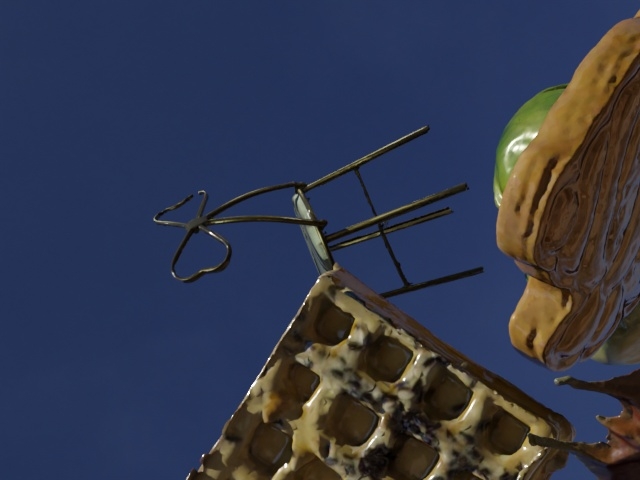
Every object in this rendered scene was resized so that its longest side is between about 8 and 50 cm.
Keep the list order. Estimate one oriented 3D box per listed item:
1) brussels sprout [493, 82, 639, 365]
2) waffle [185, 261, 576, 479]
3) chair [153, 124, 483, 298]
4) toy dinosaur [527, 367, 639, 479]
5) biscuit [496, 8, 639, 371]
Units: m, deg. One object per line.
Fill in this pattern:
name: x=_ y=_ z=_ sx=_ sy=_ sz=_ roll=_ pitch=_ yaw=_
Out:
brussels sprout: x=0.304 y=-0.024 z=1.524 sx=0.259 sy=0.227 sz=0.294 roll=35 pitch=-148 yaw=-61
waffle: x=0.017 y=0.243 z=1.230 sx=0.376 sy=0.261 sz=0.114 roll=-57 pitch=-18 yaw=7
chair: x=0.000 y=0.000 z=1.622 sx=0.325 sy=0.160 sz=0.170 roll=-21 pitch=-52 yaw=-4
toy dinosaur: x=0.228 y=0.161 z=0.933 sx=0.206 sy=0.327 sz=0.113 roll=44 pitch=-154 yaw=-8
biscuit: x=0.252 y=-0.044 z=1.226 sx=0.351 sy=0.057 sz=0.312 roll=-38 pitch=-40 yaw=-42
